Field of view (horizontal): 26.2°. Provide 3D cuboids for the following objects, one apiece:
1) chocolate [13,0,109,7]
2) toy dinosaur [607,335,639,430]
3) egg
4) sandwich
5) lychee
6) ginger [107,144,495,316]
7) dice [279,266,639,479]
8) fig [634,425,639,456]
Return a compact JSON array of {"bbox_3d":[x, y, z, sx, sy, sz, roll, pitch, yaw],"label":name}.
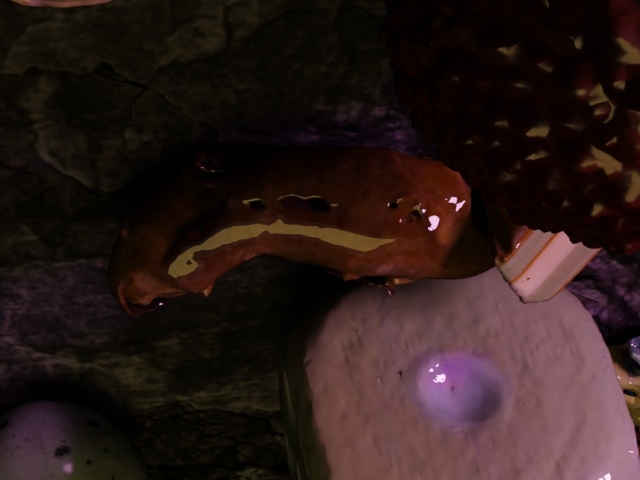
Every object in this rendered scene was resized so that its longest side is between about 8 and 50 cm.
[{"bbox_3d":[-0.226,-0.195,0.764,0.309,0.134,0.134,6,139,-9],"label":"chocolate"},{"bbox_3d":[0.334,0.137,1.215,0.153,0.094,0.259,-20,144,22],"label":"toy dinosaur"},{"bbox_3d":[-0.235,0.213,1.249,0.164,0.131,0.131,25,133,-37],"label":"egg"},{"bbox_3d":[0.203,-0.035,0.981,0.163,0.113,0.079,-22,135,22],"label":"sandwich"},{"bbox_3d":[0.182,-0.117,0.768,0.300,0.264,0.264,6,140,6],"label":"lychee"},{"bbox_3d":[-0.004,-0.011,1.012,0.309,0.107,0.133,-4,126,-3],"label":"ginger"},{"bbox_3d":[0.105,0.179,1.112,0.252,0.254,0.249,-8,146,-7],"label":"dice"},{"bbox_3d":[0.247,0.299,1.310,0.224,0.224,0.263,10,144,-14],"label":"fig"}]
